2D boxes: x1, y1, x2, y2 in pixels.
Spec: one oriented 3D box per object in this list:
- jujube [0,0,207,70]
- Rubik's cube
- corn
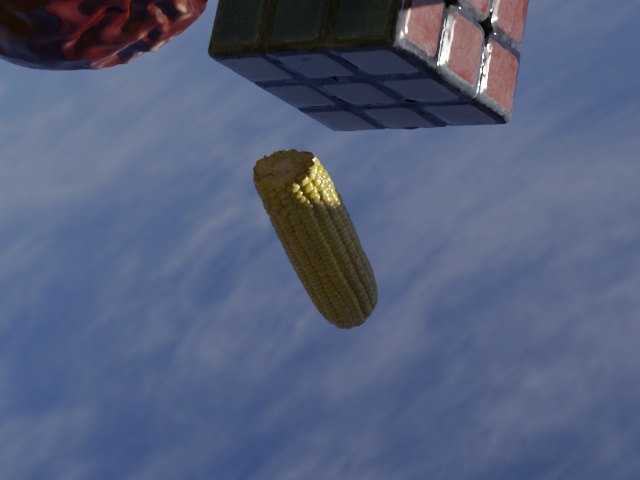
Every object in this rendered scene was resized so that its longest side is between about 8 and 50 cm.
[{"bbox_3d":[-0.129,-0.214,0.784,0.232,0.213,0.213,-57,-166,32],"label":"jujube"},{"bbox_3d":[0.076,-0.332,1.791,0.301,0.304,0.305,3,-105,37],"label":"Rubik's cube"},{"bbox_3d":[0.000,0.000,1.461,0.081,0.248,0.081,-12,-135,13],"label":"corn"}]
